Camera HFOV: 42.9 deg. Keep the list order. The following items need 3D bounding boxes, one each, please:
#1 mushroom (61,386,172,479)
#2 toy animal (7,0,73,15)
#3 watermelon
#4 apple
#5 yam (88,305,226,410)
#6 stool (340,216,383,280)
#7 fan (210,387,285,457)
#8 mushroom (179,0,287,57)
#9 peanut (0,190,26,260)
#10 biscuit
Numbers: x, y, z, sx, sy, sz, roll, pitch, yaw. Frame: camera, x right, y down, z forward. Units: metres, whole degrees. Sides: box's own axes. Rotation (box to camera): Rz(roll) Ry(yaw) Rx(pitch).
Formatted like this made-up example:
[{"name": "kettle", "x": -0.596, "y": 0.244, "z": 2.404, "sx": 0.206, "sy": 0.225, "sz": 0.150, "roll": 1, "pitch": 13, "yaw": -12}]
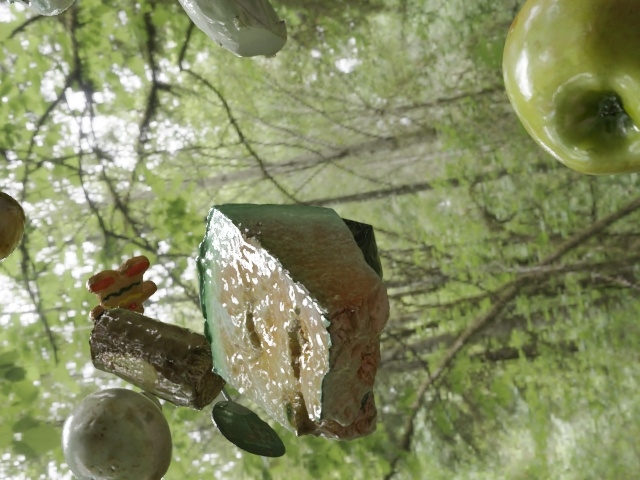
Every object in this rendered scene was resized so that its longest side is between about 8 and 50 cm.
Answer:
[{"name": "mushroom", "x": -0.411, "y": 0.413, "z": 1.727, "sx": 0.243, "sy": 0.243, "sz": 0.243, "roll": -10, "pitch": -90, "yaw": -73}, {"name": "toy animal", "x": -0.616, "y": -0.644, "z": 1.752, "sx": 0.289, "sy": 0.174, "sz": 0.249, "roll": 81, "pitch": 176, "yaw": -47}, {"name": "watermelon", "x": -0.012, "y": 0.105, "z": 0.968, "sx": 0.151, "sy": 0.302, "sz": 0.264, "roll": -17, "pitch": -57, "yaw": -30}, {"name": "apple", "x": 0.440, "y": -0.255, "z": 1.176, "sx": 0.305, "sy": 0.338, "sz": 0.338, "roll": -43, "pitch": -55, "yaw": -40}, {"name": "yam", "x": -0.263, "y": 0.196, "z": 1.357, "sx": 0.129, "sy": 0.238, "sz": 0.128, "roll": -33, "pitch": -47, "yaw": -57}, {"name": "stool", "x": 0.010, "y": 0.053, "z": 1.633, "sx": 0.232, "sy": 0.232, "sz": 0.141, "roll": -70, "pitch": -27, "yaw": -58}, {"name": "fan", "x": -0.182, "y": 0.458, "z": 2.063, "sx": 0.223, "sy": 0.012, "sz": 0.294, "roll": 32, "pitch": -168, "yaw": -16}, {"name": "mushroom", "x": -0.189, "y": -0.387, "z": 1.145, "sx": 0.351, "sy": 0.097, "sz": 0.109, "roll": 42, "pitch": -130, "yaw": -8}, {"name": "peanut", "x": -0.722, "y": -0.026, "z": 1.798, "sx": 0.140, "sy": 0.109, "sz": 0.159, "roll": 50, "pitch": -124, "yaw": -46}, {"name": "biscuit", "x": -0.439, "y": 0.133, "z": 1.824, "sx": 0.036, "sy": 0.165, "sz": 0.250, "roll": 50, "pitch": 151, "yaw": 25}]
